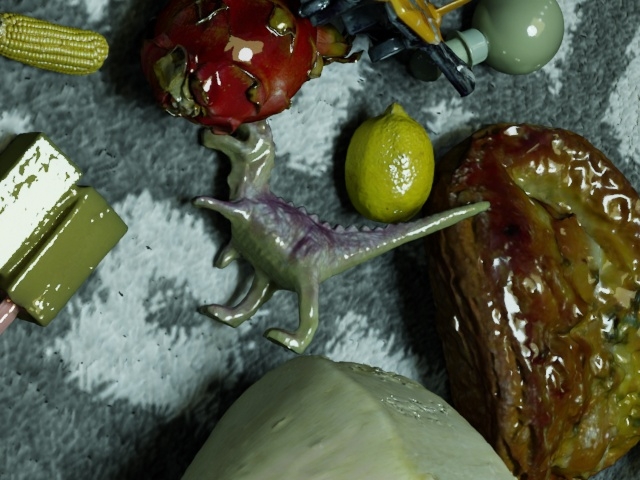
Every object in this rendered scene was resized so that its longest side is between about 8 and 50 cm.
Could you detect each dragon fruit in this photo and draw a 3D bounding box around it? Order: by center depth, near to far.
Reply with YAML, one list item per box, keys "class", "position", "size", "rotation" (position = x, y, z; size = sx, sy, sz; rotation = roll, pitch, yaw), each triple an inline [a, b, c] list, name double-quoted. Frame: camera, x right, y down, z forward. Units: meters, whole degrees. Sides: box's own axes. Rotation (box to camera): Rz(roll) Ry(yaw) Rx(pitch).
- class: "dragon fruit"
  position: [-0.044, -0.157, 0.970]
  size: [0.246, 0.125, 0.125]
  rotation: [-13, 120, -50]

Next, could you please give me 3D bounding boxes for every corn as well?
- class: "corn"
  position: [-0.199, -0.143, 0.881]
  size: [0.092, 0.037, 0.037]
  rotation: [11, 87, -42]

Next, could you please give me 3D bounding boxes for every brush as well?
- class: "brush"
  position: [-0.245, 0.040, 0.852]
  size: [0.233, 0.047, 0.103]
  rotation: [-54, 124, -22]

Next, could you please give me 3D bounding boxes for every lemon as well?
- class: "lemon"
  position: [0.062, -0.068, 1.085]
  size: [0.082, 0.082, 0.111]
  rotation: [0, 93, -41]

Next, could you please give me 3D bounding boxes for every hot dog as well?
- class: "hot dog"
  position: [0.221, 0.074, 1.172]
  size: [0.267, 0.174, 0.388]
  rotation: [-25, 110, -35]

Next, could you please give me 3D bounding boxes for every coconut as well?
- class: "coconut"
  position: [0.014, 0.264, 0.923]
  size: [0.352, 0.352, 0.353]
  rotation: [-4, 96, -41]

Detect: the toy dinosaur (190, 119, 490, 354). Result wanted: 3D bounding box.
- class: "toy dinosaur"
  position: [0.000, -0.001, 1.001]
  size: [0.251, 0.072, 0.200]
  rotation: [24, 76, -1]

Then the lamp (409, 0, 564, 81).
- class: "lamp"
  position: [0.156, -0.192, 1.162]
  size: [0.163, 0.091, 0.091]
  rotation: [-22, 109, -21]

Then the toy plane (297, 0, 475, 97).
- class: "toy plane"
  position: [0.048, -0.198, 0.969]
  size: [0.204, 0.103, 0.316]
  rotation: [66, 26, -3]
